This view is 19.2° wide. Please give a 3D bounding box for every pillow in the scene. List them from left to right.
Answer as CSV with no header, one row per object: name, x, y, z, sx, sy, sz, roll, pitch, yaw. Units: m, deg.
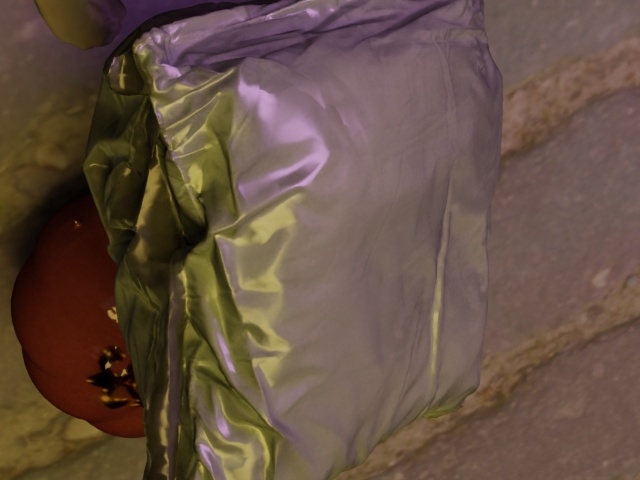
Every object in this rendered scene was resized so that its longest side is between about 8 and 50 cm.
pillow,0.000,0.000,1.019,0.310,0.138,0.283,-24,113,-51

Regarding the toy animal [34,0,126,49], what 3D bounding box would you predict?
toy animal,-0.062,-0.248,0.928,0.266,0.188,0.308,9,141,-2

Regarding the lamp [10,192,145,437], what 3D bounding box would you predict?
lamp,-0.094,0.043,1.134,0.182,0.140,0.182,-14,131,-16
